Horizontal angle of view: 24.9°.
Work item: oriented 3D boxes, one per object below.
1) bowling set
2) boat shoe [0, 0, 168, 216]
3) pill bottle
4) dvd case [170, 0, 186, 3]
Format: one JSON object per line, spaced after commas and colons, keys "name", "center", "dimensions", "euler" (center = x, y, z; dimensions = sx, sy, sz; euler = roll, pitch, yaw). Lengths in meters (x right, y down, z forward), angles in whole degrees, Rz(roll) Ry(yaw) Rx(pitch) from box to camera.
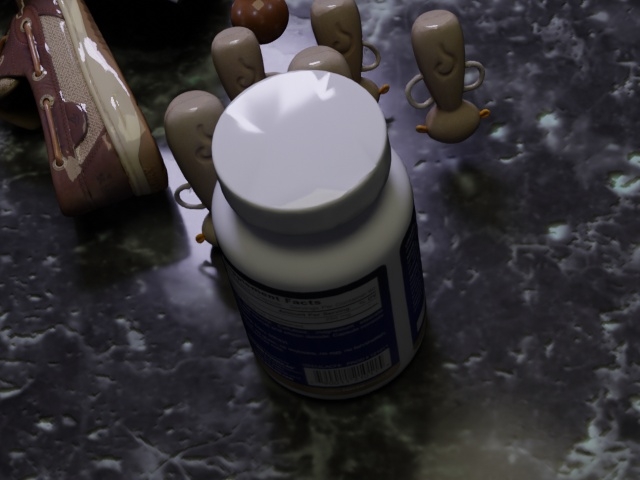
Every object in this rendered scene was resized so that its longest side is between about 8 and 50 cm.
{"name": "bowling set", "center": [-0.007, -0.133, 1.301], "dimensions": [0.287, 0.154, 0.200], "euler": [-17, 38, -2]}
{"name": "boat shoe", "center": [-0.257, -0.157, 1.346], "dimensions": [0.123, 0.123, 0.342], "euler": [-27, 60, -6]}
{"name": "pill bottle", "center": [0.000, 0.000, 1.116], "dimensions": [0.153, 0.264, 0.153], "euler": [-3, 56, 5]}
{"name": "dvd case", "center": [-0.223, -0.289, 1.380], "dimensions": [0.253, 0.022, 0.180], "euler": [22, 19, 3]}
